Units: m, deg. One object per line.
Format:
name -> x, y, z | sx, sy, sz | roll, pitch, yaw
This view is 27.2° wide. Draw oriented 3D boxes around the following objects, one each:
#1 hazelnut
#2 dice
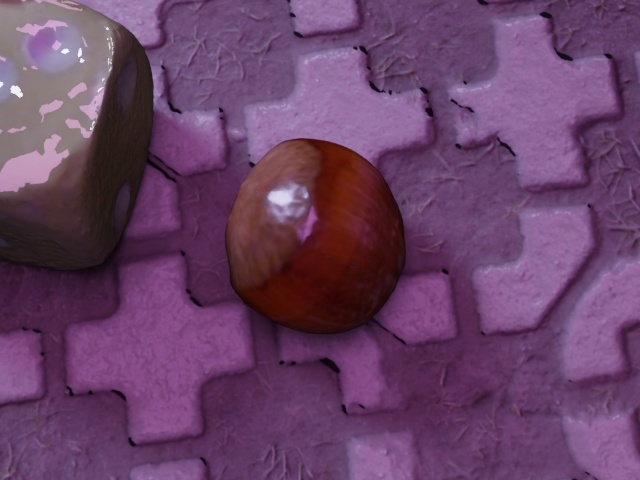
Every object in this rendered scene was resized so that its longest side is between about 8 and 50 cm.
hazelnut -> 0.000, 0.000, 1.432 | 0.214, 0.176, 0.214 | 0, 89, -22
dice -> -0.330, -0.118, 1.436 | 0.252, 0.254, 0.250 | 11, 76, 3
